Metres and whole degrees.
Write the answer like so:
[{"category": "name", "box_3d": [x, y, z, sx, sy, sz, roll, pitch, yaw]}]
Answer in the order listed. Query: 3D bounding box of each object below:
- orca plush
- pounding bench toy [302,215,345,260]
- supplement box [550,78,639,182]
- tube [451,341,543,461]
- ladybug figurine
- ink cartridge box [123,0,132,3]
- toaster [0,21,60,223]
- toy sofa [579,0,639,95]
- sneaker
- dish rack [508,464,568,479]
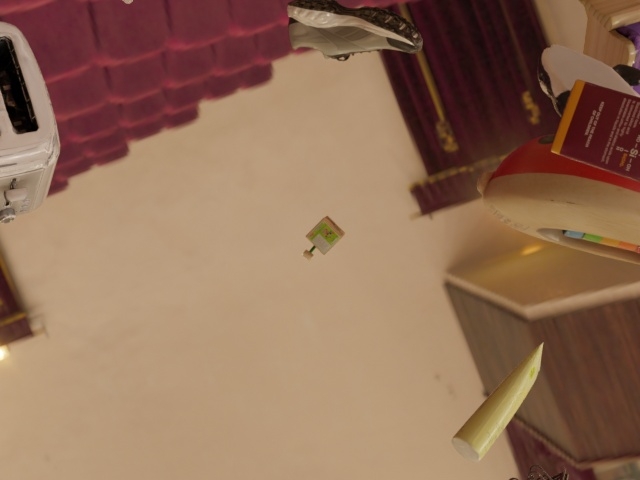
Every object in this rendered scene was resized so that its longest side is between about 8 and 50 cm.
[{"category": "orca plush", "box_3d": [0.419, -0.162, 1.452, 0.151, 0.287, 0.102, -51, 160, -32]}, {"category": "pounding bench toy", "box_3d": [0.000, 0.000, 1.993, 0.083, 0.052, 0.065, -46, 179, 8]}, {"category": "supplement box", "box_3d": [0.347, -0.095, 1.048, 0.188, 0.081, 0.104, 23, -169, 28]}, {"category": "tube", "box_3d": [0.324, 0.283, 1.809, 0.240, 0.062, 0.070, -44, -170, -27]}, {"category": "ladybug figurine", "box_3d": [0.481, -0.065, 1.671, 0.449, 0.162, 0.305, 14, 175, 1]}, {"category": "ink cartridge box", "box_3d": [-0.275, -0.411, 1.244, 0.181, 0.224, 0.056, -56, -164, -21]}, {"category": "toaster", "box_3d": [-0.364, -0.138, 1.119, 0.129, 0.227, 0.146, -13, 169, -29]}, {"category": "toy sofa", "box_3d": [0.529, -0.267, 1.787, 0.150, 0.362, 0.177, -18, -132, -11]}, {"category": "sneaker", "box_3d": [0.065, -0.394, 1.981, 0.271, 0.108, 0.100, 14, -151, 14]}, {"category": "dish rack", "box_3d": [0.239, 0.385, 1.396, 0.208, 0.074, 0.271, -36, 177, 21]}]
